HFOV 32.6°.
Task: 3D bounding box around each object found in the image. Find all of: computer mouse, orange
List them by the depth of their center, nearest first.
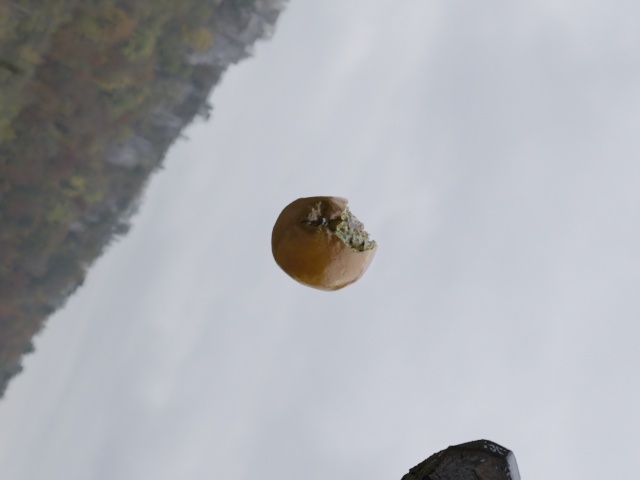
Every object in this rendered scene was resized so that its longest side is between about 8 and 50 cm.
[{"bbox_3d":[0.000,0.000,0.871,0.062,0.086,0.086,71,34,-63],"label":"orange"},{"bbox_3d":[0.137,0.271,1.165,0.172,0.099,0.057,-40,-177,13],"label":"computer mouse"}]
